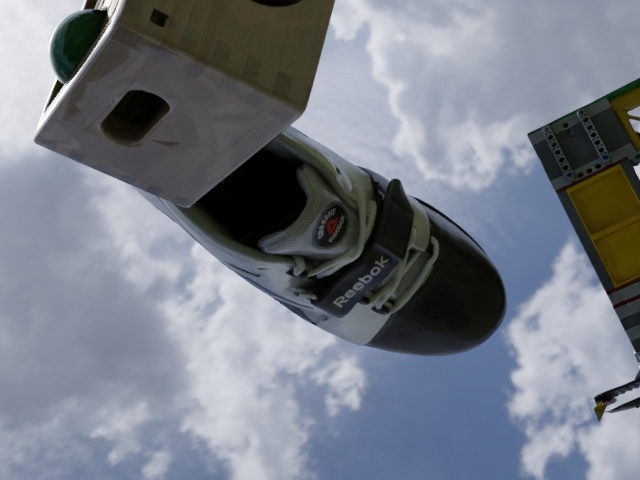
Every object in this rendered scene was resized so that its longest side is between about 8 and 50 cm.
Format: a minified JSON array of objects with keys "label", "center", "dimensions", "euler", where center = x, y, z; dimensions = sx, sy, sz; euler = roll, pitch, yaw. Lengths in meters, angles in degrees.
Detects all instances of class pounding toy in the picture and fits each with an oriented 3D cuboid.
[{"label":"pounding toy","center":[-0.039,-0.147,0.478],"dimensions":[0.094,0.181,0.206],"euler":[24,-116,-21]}]

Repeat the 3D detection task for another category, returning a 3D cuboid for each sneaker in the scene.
[{"label":"sneaker","center":[0.000,0.000,0.727],"dimensions":[0.331,0.146,0.122],"euler":[28,-86,-18]}]

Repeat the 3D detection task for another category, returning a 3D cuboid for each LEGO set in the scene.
[{"label":"LEGO set","center":[0.288,0.012,0.717],"dimensions":[0.255,0.331,0.192],"euler":[-22,-119,5]}]
